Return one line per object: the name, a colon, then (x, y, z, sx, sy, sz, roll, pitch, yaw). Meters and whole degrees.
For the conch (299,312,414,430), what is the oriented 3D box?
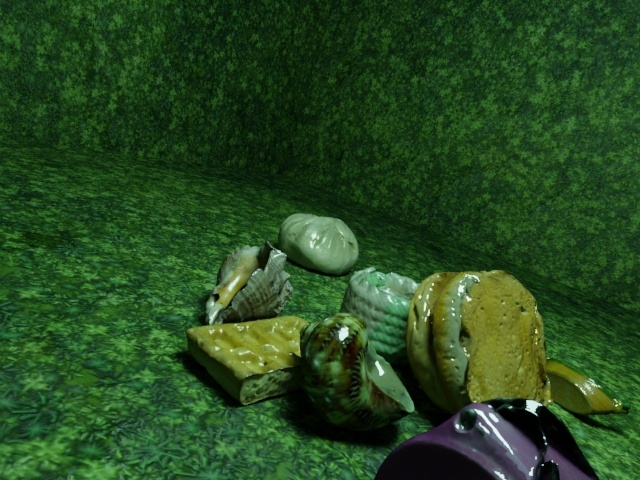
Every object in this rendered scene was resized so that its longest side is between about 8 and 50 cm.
conch: (0.042, 0.199, 0.807, 0.187, 0.124, 0.182, 29, 35, -52)

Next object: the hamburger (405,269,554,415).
hamburger: (0.286, 0.196, 0.958, 0.318, 0.319, 0.158, 8, -21, -35)

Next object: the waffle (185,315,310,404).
waffle: (-0.082, 0.192, 0.896, 0.168, 0.057, 0.274, 26, 16, 38)

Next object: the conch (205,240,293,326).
conch: (-0.141, 0.093, 1.011, 0.162, 0.178, 0.245, 28, 37, 7)

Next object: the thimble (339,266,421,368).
thimble: (0.141, 0.158, 1.116, 0.218, 0.150, 0.219, 16, 13, -4)

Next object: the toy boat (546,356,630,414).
toy boat: (0.539, 0.308, 1.127, 0.088, 0.089, 0.229, -6, 18, -25)

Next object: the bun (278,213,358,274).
bun: (0.000, 0.000, 1.593, 0.259, 0.160, 0.259, 18, 15, -5)

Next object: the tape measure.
tape measure: (0.154, 0.267, 0.456, 0.149, 0.245, 0.232, 4, 34, -39)
